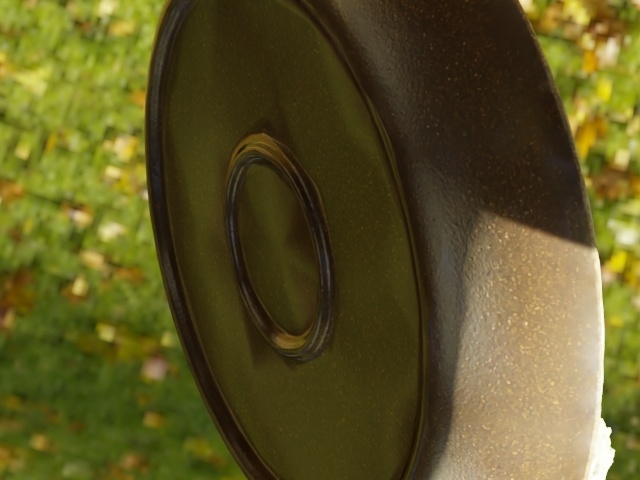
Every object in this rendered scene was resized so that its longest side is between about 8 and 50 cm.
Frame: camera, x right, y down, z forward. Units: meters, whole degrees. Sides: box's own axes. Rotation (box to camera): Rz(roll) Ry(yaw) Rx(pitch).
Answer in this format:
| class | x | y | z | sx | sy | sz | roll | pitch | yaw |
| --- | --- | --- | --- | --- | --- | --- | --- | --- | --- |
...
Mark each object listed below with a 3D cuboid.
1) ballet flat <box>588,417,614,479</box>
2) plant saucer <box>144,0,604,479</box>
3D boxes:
| class | x | y | z | sx | sy | sz | roll | pitch | yaw |
| --- | --- | --- | --- | --- | --- | --- | --- | --- | --- |
| ballet flat | 0.181 | 0.213 | 1.892 | 0.409 | 0.147 | 0.147 | 4 | 168 | -40 |
| plant saucer | 0.000 | 0.000 | 0.752 | 0.050 | 0.310 | 0.310 | -13 | 168 | -26 |
